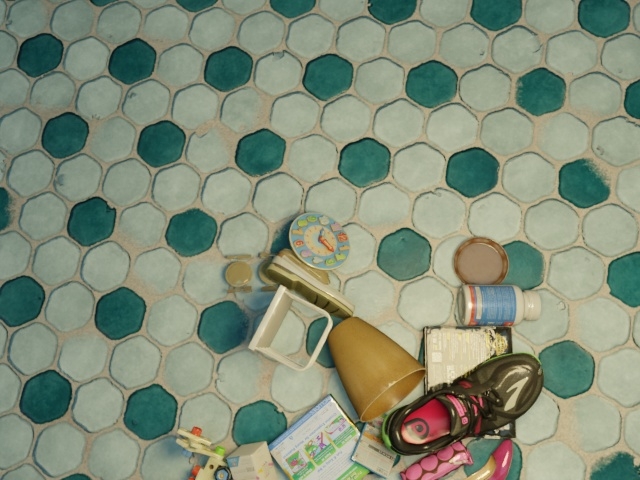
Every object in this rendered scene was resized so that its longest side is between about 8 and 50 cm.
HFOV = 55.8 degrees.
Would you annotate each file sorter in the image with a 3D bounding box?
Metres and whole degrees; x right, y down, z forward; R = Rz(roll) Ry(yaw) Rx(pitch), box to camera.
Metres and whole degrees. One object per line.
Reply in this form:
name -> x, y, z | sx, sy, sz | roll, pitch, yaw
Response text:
file sorter -> -0.072, 0.267, 1.764 | 0.173, 0.277, 0.193 | 27, 82, 7

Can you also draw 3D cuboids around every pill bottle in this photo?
pill bottle -> 0.529, 0.192, 1.792 | 0.222, 0.124, 0.124 | 0, 79, 1

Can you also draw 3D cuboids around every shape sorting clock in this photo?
shape sorting clock -> 0.000, 0.000, 1.884 | 0.206, 0.040, 0.206 | 15, 53, -21

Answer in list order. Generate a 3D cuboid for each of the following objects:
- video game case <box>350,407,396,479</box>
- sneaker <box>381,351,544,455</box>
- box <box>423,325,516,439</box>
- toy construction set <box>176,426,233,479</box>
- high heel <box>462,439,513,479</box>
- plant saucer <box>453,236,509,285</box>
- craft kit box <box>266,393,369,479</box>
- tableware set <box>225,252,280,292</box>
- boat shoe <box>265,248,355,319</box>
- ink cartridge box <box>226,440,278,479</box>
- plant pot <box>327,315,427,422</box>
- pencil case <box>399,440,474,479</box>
video game case -> 0.172, 0.591, 1.765 | 0.119, 0.015, 0.166 | 29, 60, 1
sneaker -> 0.397, 0.462, 1.637 | 0.483, 0.202, 0.185 | -29, 78, 0
box -> 0.435, 0.415, 1.785 | 0.257, 0.079, 0.322 | 0, 79, 4
toy construction set -> -0.379, 0.704, 1.772 | 0.215, 0.151, 0.327 | 23, 97, 11
high heel -> 0.455, 0.664, 1.731 | 0.117, 0.082, 0.244 | 27, 95, 0
plant saucer -> 0.495, 0.073, 1.872 | 0.168, 0.029, 0.168 | -1, 78, 5
craft kit box -> 0.012, 0.630, 1.794 | 0.250, 0.061, 0.246 | -39, 75, -3
tableware set -> -0.205, 0.107, 1.927 | 0.194, 0.039, 0.128 | -4, 68, 1
boat shoe -> -0.015, 0.130, 1.864 | 0.302, 0.113, 0.103 | 33, 60, -3
ink cartridge box -> -0.195, 0.677, 1.764 | 0.092, 0.090, 0.143 | -16, 92, 24
plant pot -> 0.137, 0.356, 1.767 | 0.237, 0.237, 0.254 | -39, 62, -3
pencil case -> 0.333, 0.653, 1.732 | 0.209, 0.098, 0.095 | -33, 107, 1
